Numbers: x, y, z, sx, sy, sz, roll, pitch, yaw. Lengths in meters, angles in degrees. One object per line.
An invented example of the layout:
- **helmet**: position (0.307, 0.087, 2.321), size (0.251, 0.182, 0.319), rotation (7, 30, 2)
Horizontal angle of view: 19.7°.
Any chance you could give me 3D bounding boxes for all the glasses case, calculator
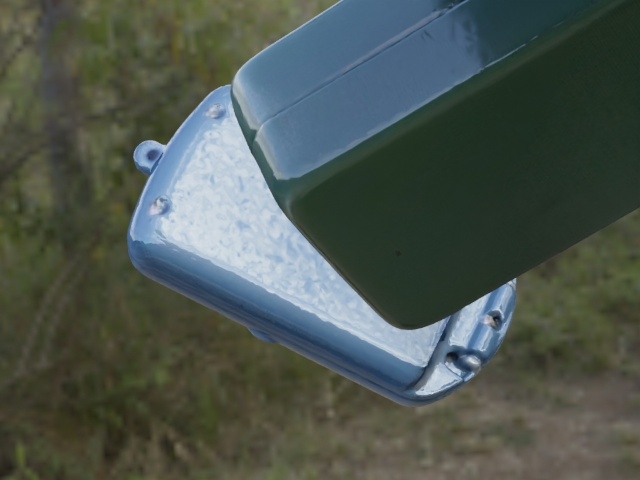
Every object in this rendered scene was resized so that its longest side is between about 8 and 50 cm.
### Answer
- **glasses case**: position (0.076, -0.051, 0.401), size (0.184, 0.039, 0.078), rotation (-31, -36, 9)
- **calculator**: position (0.000, 0.000, 0.935), size (0.210, 0.121, 0.039), rotation (26, -31, 2)
